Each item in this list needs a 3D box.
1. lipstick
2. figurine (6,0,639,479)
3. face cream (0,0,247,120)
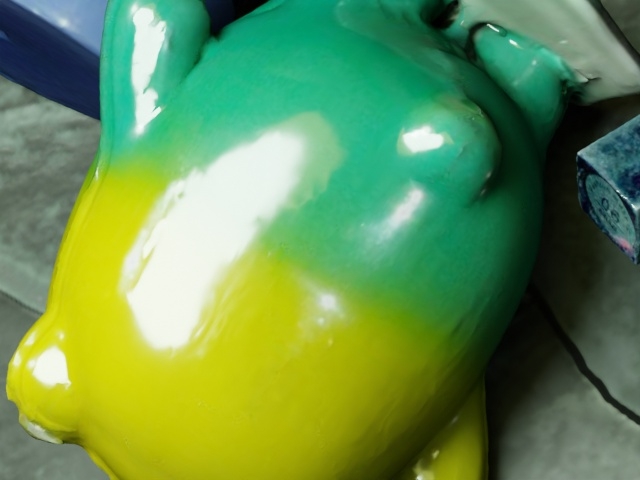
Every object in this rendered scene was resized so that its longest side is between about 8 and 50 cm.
[{"bbox_3d":[0.272,-0.093,0.995,0.312,0.051,0.051,-31,52,-13],"label":"lipstick"},{"bbox_3d":[0.000,0.000,1.007,0.340,0.323,0.231,-58,19,-9],"label":"figurine"},{"bbox_3d":[-0.141,-0.215,1.130,0.249,0.249,0.225,23,78,26],"label":"face cream"}]
